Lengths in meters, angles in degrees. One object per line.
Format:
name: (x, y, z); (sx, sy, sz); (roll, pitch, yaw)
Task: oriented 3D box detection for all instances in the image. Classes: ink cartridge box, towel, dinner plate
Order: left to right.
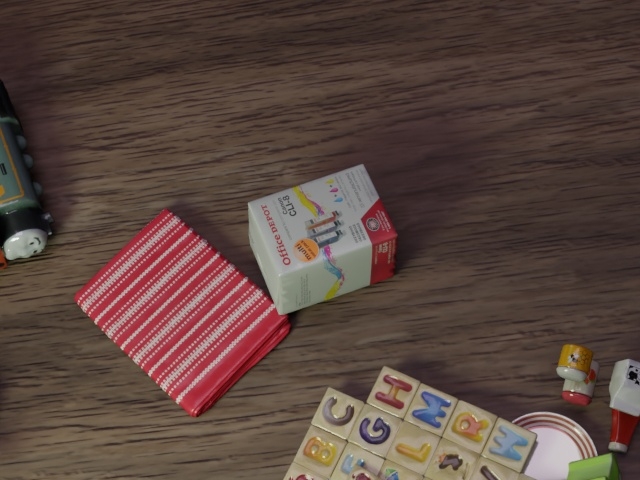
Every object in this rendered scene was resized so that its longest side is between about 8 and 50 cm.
towel: (-0.197, 0.101, 2.024); (0.199, 0.031, 0.275); (-45, 65, -11)
ink cartridge box: (0.000, 0.000, 1.964); (0.176, 0.127, 0.128); (-20, 64, -10)
dinner plate: (0.292, 0.294, 1.852); (0.141, 0.017, 0.141); (-4, 64, 9)

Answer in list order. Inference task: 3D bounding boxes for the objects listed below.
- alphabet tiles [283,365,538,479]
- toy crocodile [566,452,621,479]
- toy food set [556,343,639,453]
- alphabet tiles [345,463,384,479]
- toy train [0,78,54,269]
alphabet tiles: (0.123, 0.335, 1.856); (0.342, 0.011, 0.285); (23, 77, 19)
toy crocodile: (0.315, 0.380, 1.684); (0.115, 0.105, 0.341); (-15, 33, 27)
toy food set: (0.395, 0.220, 1.808); (0.232, 0.111, 0.105); (20, 75, -10)
alphabet tiles: (0.067, 0.437, 1.820); (0.198, 0.009, 0.237); (28, 79, 20)
toy train: (-0.523, -0.098, 2.124); (0.190, 0.142, 0.334); (-20, 64, -10)
